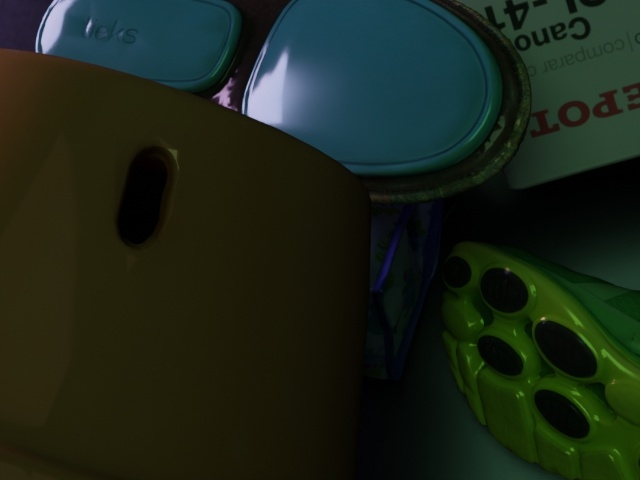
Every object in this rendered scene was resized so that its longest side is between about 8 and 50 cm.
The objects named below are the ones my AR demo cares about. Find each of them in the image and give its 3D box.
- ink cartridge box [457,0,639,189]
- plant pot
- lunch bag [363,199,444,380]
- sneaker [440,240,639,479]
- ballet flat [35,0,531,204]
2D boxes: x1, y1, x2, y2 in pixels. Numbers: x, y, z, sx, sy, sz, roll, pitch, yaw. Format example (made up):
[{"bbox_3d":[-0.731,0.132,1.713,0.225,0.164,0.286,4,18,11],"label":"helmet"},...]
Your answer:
[{"bbox_3d":[0.163,-0.207,0.614,0.226,0.131,0.306,-15,101,22],"label":"ink cartridge box"},{"bbox_3d":[-0.100,0.047,0.530,0.291,0.291,0.203,14,81,18],"label":"plant pot"},{"bbox_3d":[0.000,0.000,0.708,0.129,0.096,0.151,5,47,16],"label":"lunch bag"},{"bbox_3d":[0.190,0.078,0.635,0.295,0.123,0.109,24,118,35],"label":"sneaker"},{"bbox_3d":[-0.016,-0.083,0.670,0.348,0.123,0.123,16,79,38],"label":"ballet flat"}]
